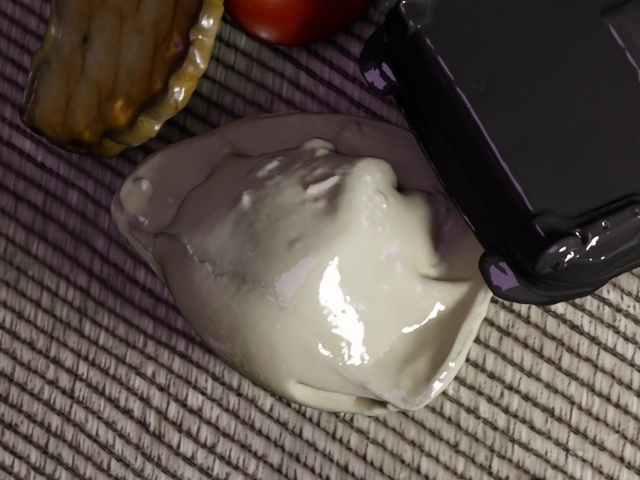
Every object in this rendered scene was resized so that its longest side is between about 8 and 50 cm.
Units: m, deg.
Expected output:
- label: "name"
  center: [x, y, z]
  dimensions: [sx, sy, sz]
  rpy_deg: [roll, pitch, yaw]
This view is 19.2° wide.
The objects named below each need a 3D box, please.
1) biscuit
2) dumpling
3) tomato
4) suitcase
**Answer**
- label: "biscuit"
  center: [-0.208, -0.232, 1.948]
  dimensions: [0.335, 0.078, 0.329]
  rpy_deg: [-42, 50, 34]
- label: "dumpling"
  center: [0.000, 0.000, 1.857]
  dimensions: [0.395, 0.233, 0.315]
  rpy_deg: [26, 55, 22]
- label: "tomato"
  center: [-0.023, -0.295, 1.920]
  dimensions: [0.195, 0.136, 0.195]
  rpy_deg: [-2, 80, 14]
- label: "suitcase"
  center: [0.249, -0.144, 1.774]
  dimensions: [0.339, 0.188, 0.345]
  rpy_deg: [-27, 74, -14]
